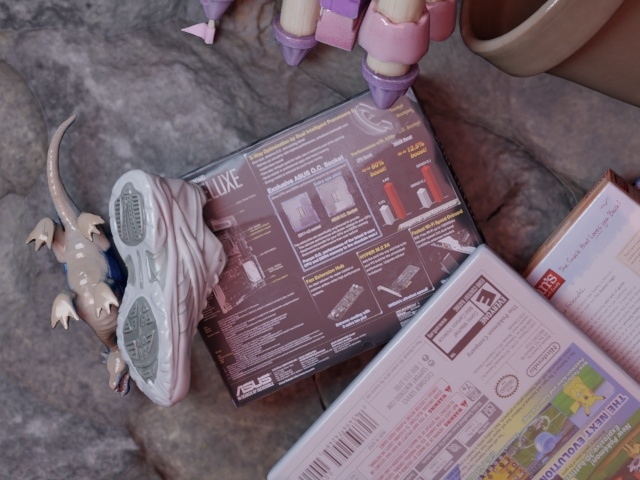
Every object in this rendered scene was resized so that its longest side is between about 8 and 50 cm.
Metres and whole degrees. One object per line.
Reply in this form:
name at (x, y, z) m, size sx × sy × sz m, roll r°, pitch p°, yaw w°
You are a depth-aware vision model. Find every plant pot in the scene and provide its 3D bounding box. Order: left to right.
plant pot at (0.299, -0.237, 1.642) m, size 0.229 × 0.263 × 0.263 m, roll 30°, pitch 99°, yaw -21°

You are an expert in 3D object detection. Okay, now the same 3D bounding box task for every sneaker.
sneaker at (-0.135, 0.045, 1.674) m, size 0.115 × 0.090 × 0.232 m, roll -3°, pitch 91°, yaw -41°

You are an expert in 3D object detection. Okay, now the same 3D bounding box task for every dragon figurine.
dragon figurine at (-0.233, 0.026, 1.767) m, size 0.085 × 0.144 × 0.289 m, roll -21°, pitch 78°, yaw 7°

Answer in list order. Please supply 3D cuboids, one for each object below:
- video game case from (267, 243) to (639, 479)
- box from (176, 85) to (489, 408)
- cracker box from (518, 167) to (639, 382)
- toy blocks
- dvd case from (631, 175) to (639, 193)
video game case at (0.163, 0.220, 1.723) m, size 0.300 × 0.036 × 0.329 m, roll 42°, pitch 98°, yaw -2°
box at (0.000, 0.000, 1.756) m, size 0.307 × 0.076 × 0.242 m, roll -25°, pitch 96°, yaw 6°
cracker box at (0.334, 0.059, 1.743) m, size 0.232 × 0.067 × 0.155 m, roll 38°, pitch 109°, yaw -4°
toy blocks at (0.013, -0.275, 1.671) m, size 0.289 × 0.309 × 0.260 m, roll 20°, pitch 132°, yaw 11°
dvd case at (0.469, -0.080, 1.748) m, size 0.180 × 0.022 × 0.253 m, roll 44°, pitch 98°, yaw -5°
